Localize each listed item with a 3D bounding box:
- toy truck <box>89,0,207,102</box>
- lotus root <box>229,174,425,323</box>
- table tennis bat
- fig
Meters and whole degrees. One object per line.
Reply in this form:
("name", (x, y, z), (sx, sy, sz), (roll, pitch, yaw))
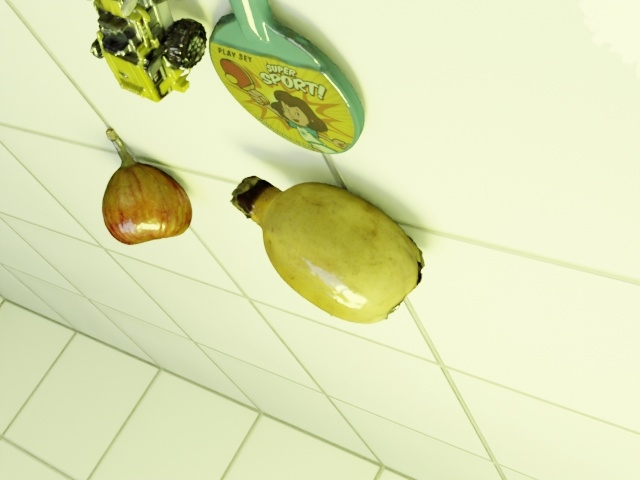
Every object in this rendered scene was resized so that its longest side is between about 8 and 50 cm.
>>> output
("toy truck", (-0.220, -0.284, 0.991), (0.136, 0.111, 0.286), (24, 151, 21))
("lotus root", (0.000, 0.000, 1.250), (0.310, 0.183, 0.183), (34, 158, 9))
("table tennis bat", (-0.053, -0.212, 1.029), (0.215, 0.044, 0.329), (23, 158, 27))
("fig", (-0.329, -0.072, 1.547), (0.202, 0.149, 0.148), (50, -163, 23))
